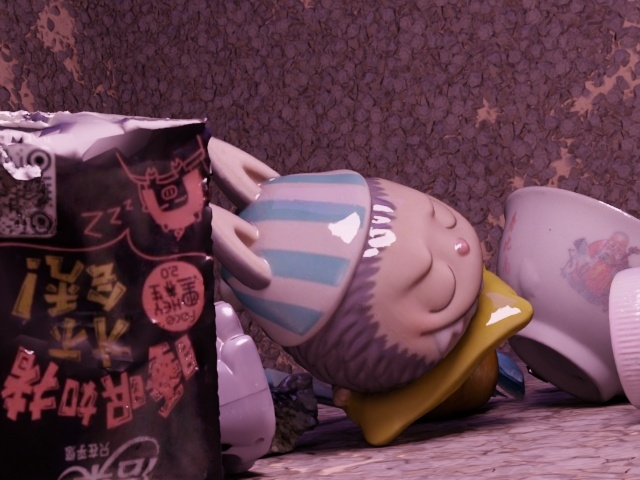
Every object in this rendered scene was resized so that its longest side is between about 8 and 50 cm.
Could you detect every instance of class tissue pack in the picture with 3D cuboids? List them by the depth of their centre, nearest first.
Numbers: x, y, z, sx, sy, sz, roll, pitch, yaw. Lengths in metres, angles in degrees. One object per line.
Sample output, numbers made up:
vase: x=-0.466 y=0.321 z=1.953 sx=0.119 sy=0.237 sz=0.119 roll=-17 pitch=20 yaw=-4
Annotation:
tissue pack: x=-0.205 y=0.065 z=0.849 sx=0.245 sy=0.332 sz=0.123 roll=-3 pitch=3 yaw=-27

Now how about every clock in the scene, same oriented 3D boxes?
clock: x=-0.194 y=0.166 z=1.015 sx=0.254 sy=0.189 sz=0.189 roll=-12 pitch=-2 yaw=-27

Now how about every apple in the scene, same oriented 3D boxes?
apple: x=0.150 y=0.156 z=1.410 sx=0.182 sy=0.155 sz=0.182 roll=-9 pitch=-6 yaw=-1

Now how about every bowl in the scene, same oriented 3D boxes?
bowl: x=0.334 y=0.099 z=1.321 sx=0.157 sy=0.345 sz=0.345 roll=-52 pitch=8 yaw=-15

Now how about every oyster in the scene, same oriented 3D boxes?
oyster: x=-0.117 y=0.219 z=1.195 sx=0.252 sy=0.087 sz=0.199 roll=-17 pitch=-9 yaw=-5

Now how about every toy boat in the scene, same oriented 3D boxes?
toy boat: x=0.228 y=0.187 z=1.517 sx=0.034 sy=0.105 sz=0.149 roll=-43 pitch=20 yaw=-30

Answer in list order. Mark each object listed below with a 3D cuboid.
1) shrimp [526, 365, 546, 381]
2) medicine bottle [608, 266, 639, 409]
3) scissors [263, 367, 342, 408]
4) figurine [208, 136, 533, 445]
shrimp: x=0.449 y=0.180 z=1.533 sx=0.290 sy=0.054 sz=0.222 roll=-4 pitch=-4 yaw=3
medicine bottle: x=0.438 y=0.084 z=1.044 sx=0.273 sy=0.165 sz=0.165 roll=-11 pitch=-6 yaw=28
scissors: x=-0.065 y=0.190 z=1.448 sx=0.447 sy=0.029 sz=0.192 roll=25 pitch=16 yaw=-48
figurine: x=0.000 y=0.000 z=1.209 sx=0.266 sy=0.378 sz=0.361 roll=-46 pitch=22 yaw=-16
